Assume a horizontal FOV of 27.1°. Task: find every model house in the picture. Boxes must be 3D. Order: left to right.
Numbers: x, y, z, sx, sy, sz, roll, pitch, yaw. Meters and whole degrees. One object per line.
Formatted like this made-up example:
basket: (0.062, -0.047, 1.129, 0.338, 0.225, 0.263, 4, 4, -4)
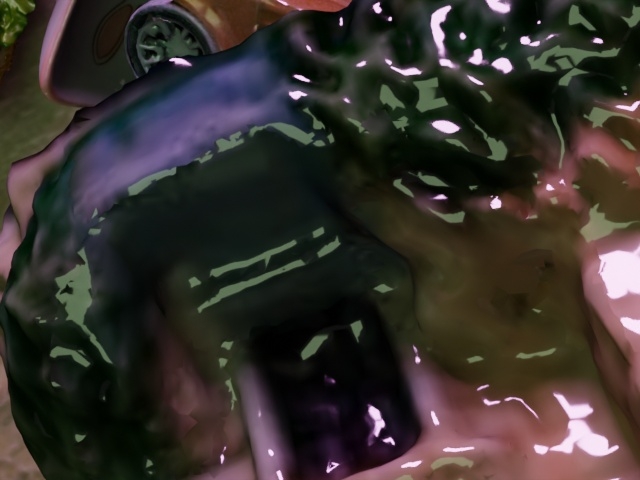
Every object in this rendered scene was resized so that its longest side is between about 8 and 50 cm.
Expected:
model house: (0.127, 0.138, 0.479, 0.445, 0.400, 0.395, -18, 139, 6)

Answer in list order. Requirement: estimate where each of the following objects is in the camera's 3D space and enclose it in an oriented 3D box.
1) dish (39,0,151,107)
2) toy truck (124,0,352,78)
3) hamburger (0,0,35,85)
dish: (-0.060, -0.166, 0.731, 0.212, 0.151, 0.077, -58, 44, 23)
toy truck: (0.000, 0.000, 0.697, 0.184, 0.133, 0.338, 24, 131, 18)
hamburger: (-0.233, -0.152, 0.808, 0.137, 0.087, 0.166, 16, 107, 14)
